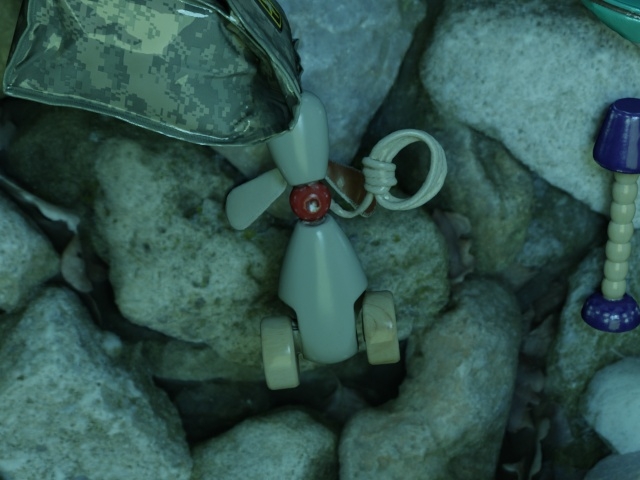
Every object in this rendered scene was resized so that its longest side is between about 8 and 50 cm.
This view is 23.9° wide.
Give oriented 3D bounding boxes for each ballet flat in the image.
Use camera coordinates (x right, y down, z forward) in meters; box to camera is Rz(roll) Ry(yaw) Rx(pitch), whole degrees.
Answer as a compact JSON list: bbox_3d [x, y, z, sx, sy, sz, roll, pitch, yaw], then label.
[{"bbox_3d":[0.391,-0.227,1.603,0.247,0.083,0.087,2,133,-3],"label":"ballet flat"}]

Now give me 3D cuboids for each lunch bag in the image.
[{"bbox_3d":[-0.148,-0.210,1.480,0.287,0.235,0.169,15,114,-12],"label":"lunch bag"}]

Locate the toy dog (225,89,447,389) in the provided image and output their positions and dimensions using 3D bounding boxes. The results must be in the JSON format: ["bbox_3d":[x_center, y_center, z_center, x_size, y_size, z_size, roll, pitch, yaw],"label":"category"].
[{"bbox_3d":[0.000,0.000,1.682,0.220,0.161,0.333,11,103,-7],"label":"toy dog"}]

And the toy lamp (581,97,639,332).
[{"bbox_3d":[0.339,-0.028,1.707,0.080,0.080,0.274,-1,118,-4],"label":"toy lamp"}]
